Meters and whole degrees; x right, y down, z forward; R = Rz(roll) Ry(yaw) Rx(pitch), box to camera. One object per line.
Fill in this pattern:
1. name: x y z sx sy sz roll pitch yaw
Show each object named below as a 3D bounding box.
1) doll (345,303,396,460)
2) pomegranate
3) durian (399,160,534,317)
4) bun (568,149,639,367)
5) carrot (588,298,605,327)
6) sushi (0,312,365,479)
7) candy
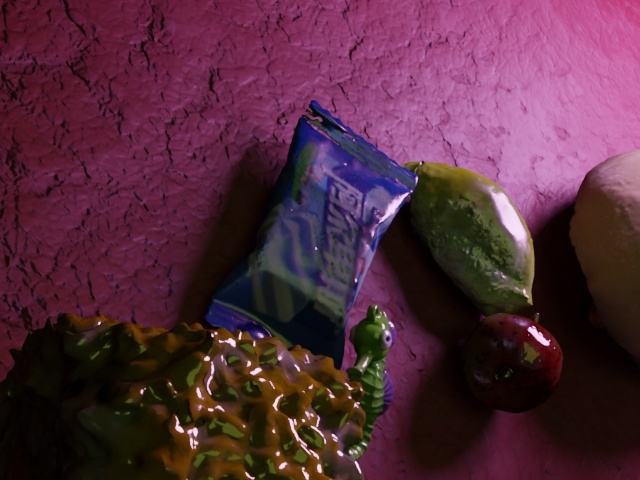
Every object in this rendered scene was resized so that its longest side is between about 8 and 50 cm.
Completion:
1. doll: 0.052 0.167 0.928 0.115 0.050 0.190 0 99 -62
2. pomegranate: 0.260 0.158 1.045 0.159 0.129 0.129 -3 74 -41
3. durian: 0.209 -0.013 1.088 0.139 0.101 0.250 -26 86 -35
4. bun: 0.548 0.024 1.189 0.364 0.202 0.364 21 58 -37
5. carrot: 0.451 0.057 1.251 0.037 0.037 0.190 36 54 -15
6. sushi: -0.137 0.243 0.611 0.240 0.396 0.351 16 70 -29
7. candy: 0.000 0.000 0.975 0.187 0.077 0.331 33 61 -14
